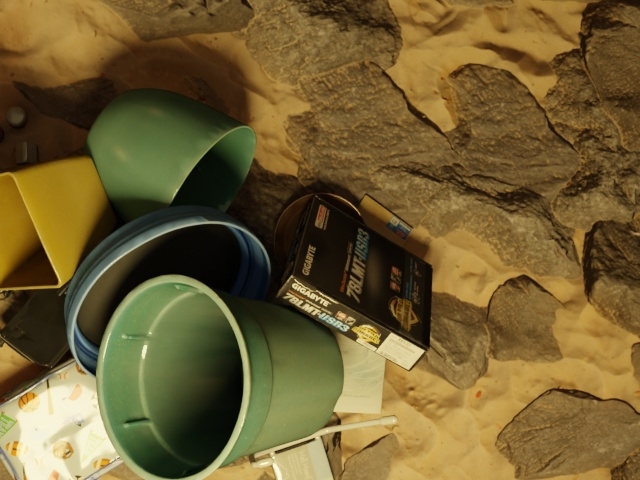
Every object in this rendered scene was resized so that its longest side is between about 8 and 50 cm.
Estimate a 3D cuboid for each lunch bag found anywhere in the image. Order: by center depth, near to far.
[{"bbox_3d":[-0.478,0.359,1.827,0.303,0.115,0.243,-31,97,-11],"label":"lunch bag"}]

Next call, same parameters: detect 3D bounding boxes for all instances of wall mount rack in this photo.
[{"bbox_3d":[0.028,0.494,1.915,0.304,0.130,0.350,-17,93,-11],"label":"wall mount rack"}]

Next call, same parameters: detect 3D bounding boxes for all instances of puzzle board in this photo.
[{"bbox_3d":[0.120,-0.021,2.005,0.128,0.011,0.096,35,81,-9],"label":"puzzle board"}]

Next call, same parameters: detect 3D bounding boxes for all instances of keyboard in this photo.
[{"bbox_3d":[-0.505,0.078,1.842,0.201,0.033,0.317,37,71,4],"label":"keyboard"}]

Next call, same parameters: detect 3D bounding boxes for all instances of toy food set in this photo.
[{"bbox_3d":[-0.603,-0.145,1.813,0.111,0.104,0.232,-1,89,-11],"label":"toy food set"}]

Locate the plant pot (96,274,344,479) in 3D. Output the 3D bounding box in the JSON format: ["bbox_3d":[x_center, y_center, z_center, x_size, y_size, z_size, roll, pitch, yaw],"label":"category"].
[{"bbox_3d":[-0.150,0.238,1.657,0.334,0.341,0.341,8,86,-53],"label":"plant pot"}]

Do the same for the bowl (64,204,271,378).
[{"bbox_3d":[-0.279,0.100,1.718,0.391,0.391,0.077,-33,52,-10],"label":"bowl"}]

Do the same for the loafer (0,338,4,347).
[{"bbox_3d":[-0.668,0.139,1.818,0.170,0.062,0.061,42,77,-9],"label":"loafer"}]

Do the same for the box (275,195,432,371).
[{"bbox_3d":[0.076,0.077,1.818,0.293,0.295,0.073,32,121,-10],"label":"box"}]

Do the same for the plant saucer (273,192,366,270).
[{"bbox_3d":[0.000,0.000,1.959,0.199,0.036,0.198,-1,94,-8],"label":"plant saucer"}]

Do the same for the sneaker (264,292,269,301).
[{"bbox_3d":[-0.197,0.112,1.909,0.188,0.067,0.078,-3,96,-9],"label":"sneaker"}]

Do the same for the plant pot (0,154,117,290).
[{"bbox_3d":[-0.496,-0.048,1.693,0.187,0.212,0.212,-37,114,-46],"label":"plant pot"}]

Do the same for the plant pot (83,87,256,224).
[{"bbox_3d":[-0.303,-0.151,1.790,0.235,0.293,0.293,33,82,12],"label":"plant pot"}]

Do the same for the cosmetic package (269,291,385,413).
[{"bbox_3d":[0.008,0.225,1.906,0.224,0.138,0.224,5,87,-16],"label":"cosmetic package"}]
